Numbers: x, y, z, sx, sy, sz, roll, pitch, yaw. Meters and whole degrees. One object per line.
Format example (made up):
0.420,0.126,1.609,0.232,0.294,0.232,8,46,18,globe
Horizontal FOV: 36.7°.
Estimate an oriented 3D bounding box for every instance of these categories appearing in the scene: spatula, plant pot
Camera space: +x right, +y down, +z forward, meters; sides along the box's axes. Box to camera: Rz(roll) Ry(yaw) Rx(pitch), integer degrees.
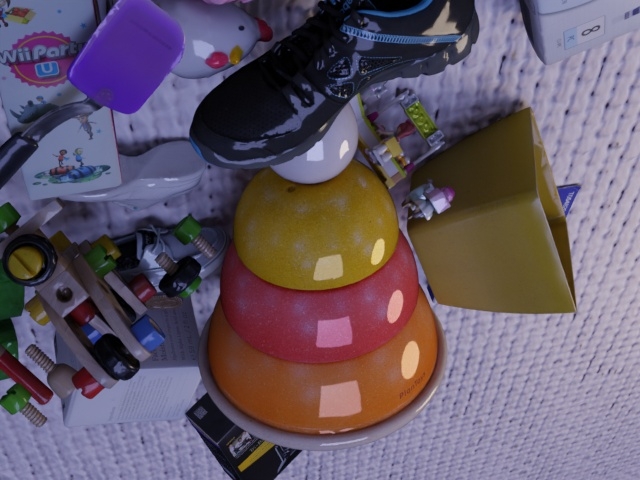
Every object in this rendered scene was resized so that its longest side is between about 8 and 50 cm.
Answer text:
-0.235,-0.096,0.834,0.296,0.030,0.084,-36,143,20,spatula
0.231,-0.025,1.336,0.187,0.212,0.212,-13,125,20,plant pot

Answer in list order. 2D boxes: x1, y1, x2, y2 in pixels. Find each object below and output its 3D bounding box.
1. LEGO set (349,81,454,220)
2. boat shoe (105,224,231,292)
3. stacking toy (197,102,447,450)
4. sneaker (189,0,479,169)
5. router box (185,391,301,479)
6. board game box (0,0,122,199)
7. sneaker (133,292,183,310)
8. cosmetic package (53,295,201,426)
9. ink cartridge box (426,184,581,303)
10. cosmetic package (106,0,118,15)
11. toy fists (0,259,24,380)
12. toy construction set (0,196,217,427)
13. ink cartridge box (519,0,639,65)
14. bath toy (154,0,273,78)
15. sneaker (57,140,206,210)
0.083,-0.167,1.199,0.107,0.132,0.287,-36,117,-8,LEGO set
-0.236,0.023,1.319,0.227,0.079,0.081,-18,143,-1,boat shoe
0.000,0.000,1.236,0.350,0.351,0.480,-10,131,-11,stacking toy
0.006,-0.200,0.996,0.340,0.125,0.140,-32,153,-6,sneaker
-0.053,0.247,1.568,0.309,0.081,0.243,-43,148,-18,router box
-0.252,-0.222,0.878,0.097,0.224,0.303,-10,143,-10,board game box
-0.255,0.064,1.387,0.118,0.067,0.042,4,136,-5,sneaker
-0.286,0.169,1.424,0.183,0.151,0.151,1,140,-26,cosmetic package
0.299,0.010,1.560,0.223,0.045,0.223,-9,142,-13,ink cartridge box
-0.208,-0.219,1.038,0.041,0.060,0.115,-5,140,-16,cosmetic package
-0.489,0.107,1.308,0.142,0.096,0.279,-11,144,-31,toy fists
-0.333,0.064,1.178,0.308,0.257,0.237,-35,109,24,toy construction set
0.394,-0.352,1.020,0.384,0.091,0.308,-20,160,10,ink cartridge box
-0.096,-0.291,0.917,0.128,0.151,0.348,1,142,-9,bath toy
-0.251,-0.068,1.207,0.212,0.080,0.094,-5,152,-20,sneaker
